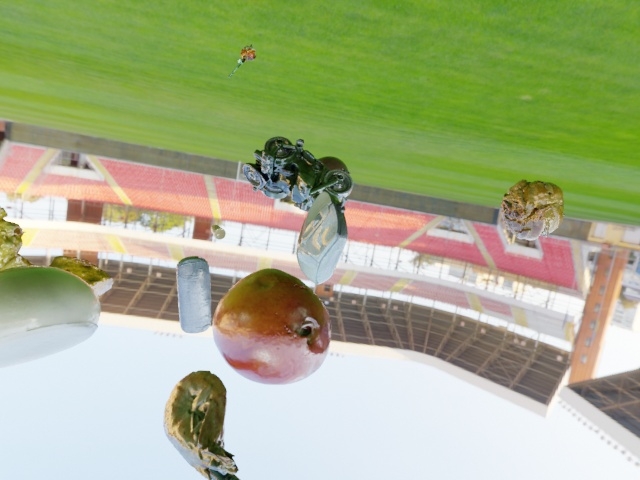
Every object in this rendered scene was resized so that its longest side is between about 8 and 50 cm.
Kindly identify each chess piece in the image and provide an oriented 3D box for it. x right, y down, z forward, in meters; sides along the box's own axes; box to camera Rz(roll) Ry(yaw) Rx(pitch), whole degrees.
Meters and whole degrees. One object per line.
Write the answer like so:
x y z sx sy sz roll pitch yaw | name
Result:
-0.310 -0.030 1.199 0.035 0.035 0.092 6 -168 -28 | chess piece

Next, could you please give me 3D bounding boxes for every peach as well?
-0.107 0.193 0.922 0.281 0.281 0.238 16 -176 41 | peach

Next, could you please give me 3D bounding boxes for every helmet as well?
0.038 -0.254 1.469 0.175 0.106 0.155 38 -141 -25 | helmet

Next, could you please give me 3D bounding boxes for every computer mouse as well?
-0.006 0.002 0.741 0.068 0.229 0.113 -6 -128 -18 | computer mouse

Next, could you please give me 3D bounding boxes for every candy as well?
-0.256 -0.569 1.288 0.049 0.185 0.055 41 138 -23 | candy

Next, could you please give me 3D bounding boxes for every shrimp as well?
-0.250 0.391 0.874 0.317 0.168 0.077 14 159 45 | shrimp

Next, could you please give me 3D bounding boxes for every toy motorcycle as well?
-0.065 -0.145 1.010 0.275 0.127 0.205 32 151 8 | toy motorcycle

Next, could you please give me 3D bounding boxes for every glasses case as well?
-0.430 0.189 1.372 0.109 0.283 0.067 -6 -162 -24 | glasses case

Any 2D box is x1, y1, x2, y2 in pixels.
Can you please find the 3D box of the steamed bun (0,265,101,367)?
-0.513 0.120 0.692 0.231 0.145 0.232 -21 165 -6 | steamed bun

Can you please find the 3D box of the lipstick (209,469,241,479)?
-0.201 0.526 0.866 0.234 0.053 0.053 30 -166 19 | lipstick

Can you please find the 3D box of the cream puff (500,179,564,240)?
0.426 -0.065 0.824 0.104 0.119 0.133 -18 -144 -5 | cream puff

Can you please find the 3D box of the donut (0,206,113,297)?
-0.861 0.101 1.150 0.435 0.163 0.377 39 138 -27 | donut
